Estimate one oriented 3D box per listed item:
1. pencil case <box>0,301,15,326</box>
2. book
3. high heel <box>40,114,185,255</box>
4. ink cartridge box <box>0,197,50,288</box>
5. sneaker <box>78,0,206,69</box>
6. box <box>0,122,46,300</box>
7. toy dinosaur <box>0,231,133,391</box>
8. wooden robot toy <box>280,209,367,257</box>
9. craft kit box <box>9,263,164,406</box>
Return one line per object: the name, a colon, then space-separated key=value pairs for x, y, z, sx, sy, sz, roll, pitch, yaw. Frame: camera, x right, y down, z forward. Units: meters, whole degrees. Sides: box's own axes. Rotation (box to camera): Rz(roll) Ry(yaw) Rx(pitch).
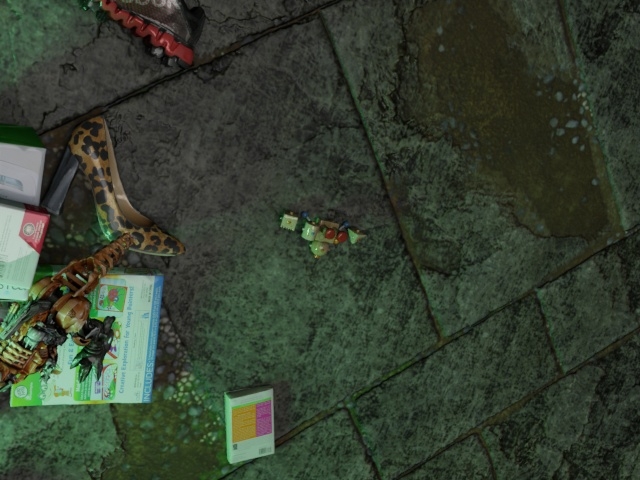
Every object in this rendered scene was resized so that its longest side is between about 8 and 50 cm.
pencil case: x=-0.605 y=0.211 z=1.389 sx=0.124 sy=0.124 sz=0.284 roll=22 pitch=96 yaw=-26
book: x=-0.139 y=0.366 z=1.672 sx=0.096 sy=0.035 sz=0.144 roll=-7 pitch=106 yaw=-24
high heel: x=-0.321 y=-0.088 z=1.438 sx=0.261 sy=0.093 sz=0.186 roll=25 pitch=99 yaw=-17
ink cartridge box: x=-0.456 y=-0.006 z=1.133 sx=0.151 sy=0.063 sz=0.109 roll=14 pitch=98 yaw=-26
sneaker: x=-0.303 y=-0.400 z=1.365 sx=0.276 sy=0.098 sz=0.135 roll=32 pitch=90 yaw=-28
box: x=-0.506 y=-0.054 z=1.281 sx=0.127 sy=0.262 sz=0.231 roll=5 pitch=101 yaw=-24
toy dinosaur: x=-0.404 y=0.125 z=1.311 sx=0.322 sy=0.218 sz=0.164 roll=-30 pitch=72 yaw=-14
wooden robot toy: x=0.000 y=0.000 z=1.615 sx=0.173 sy=0.076 sz=0.079 roll=12 pitch=110 yaw=-24
craft kit box: x=-0.415 y=0.170 z=1.493 sx=0.247 sy=0.061 sz=0.249 roll=3 pitch=102 yaw=-26
